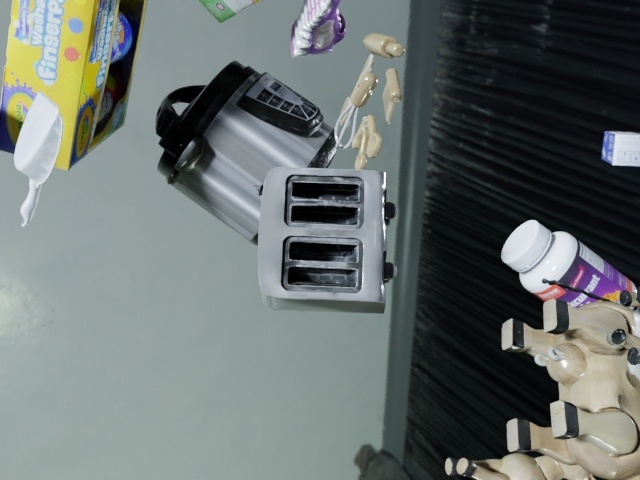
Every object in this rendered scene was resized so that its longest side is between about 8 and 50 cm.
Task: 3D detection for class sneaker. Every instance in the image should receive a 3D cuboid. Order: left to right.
[{"bbox_3d":[0.011,-0.462,1.386,0.104,0.236,0.095,4,74,-16],"label":"sneaker"}]

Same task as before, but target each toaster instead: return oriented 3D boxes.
[{"bbox_3d":[0.000,0.000,0.822,0.185,0.110,0.168,3,76,0],"label":"toaster"}]

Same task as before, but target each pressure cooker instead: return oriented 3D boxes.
[{"bbox_3d":[-0.208,-0.233,1.658,0.420,0.370,0.376,36,73,-6],"label":"pressure cooker"}]

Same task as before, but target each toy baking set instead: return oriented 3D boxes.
[{"bbox_3d":[0.062,-0.213,0.989,0.030,0.256,0.197,11,113,-16],"label":"toy baking set"}]

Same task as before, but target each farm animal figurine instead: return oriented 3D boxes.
[{"bbox_3d":[0.257,0.202,0.625,0.172,0.330,0.327,14,78,-16],"label":"farm animal figurine"}]

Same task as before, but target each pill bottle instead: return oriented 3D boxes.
[{"bbox_3d":[0.380,0.054,1.027,0.193,0.108,0.108,35,90,-10],"label":"pill bottle"}]

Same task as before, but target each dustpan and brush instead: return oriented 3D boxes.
[{"bbox_3d":[-0.455,-0.123,1.063,0.060,0.147,0.211,24,97,-40],"label":"dustpan and brush"}]

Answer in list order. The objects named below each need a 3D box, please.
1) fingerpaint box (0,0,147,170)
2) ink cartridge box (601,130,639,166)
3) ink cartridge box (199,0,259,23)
[{"bbox_3d":[-0.502,-0.422,1.400,0.163,0.371,0.445,17,113,-5],"label":"fingerpaint box"},{"bbox_3d":[0.513,-0.126,0.928,0.097,0.207,0.046,-39,132,-71],"label":"ink cartridge box"},{"bbox_3d":[-0.164,-0.555,1.319,0.154,0.212,0.093,40,46,-41],"label":"ink cartridge box"}]
